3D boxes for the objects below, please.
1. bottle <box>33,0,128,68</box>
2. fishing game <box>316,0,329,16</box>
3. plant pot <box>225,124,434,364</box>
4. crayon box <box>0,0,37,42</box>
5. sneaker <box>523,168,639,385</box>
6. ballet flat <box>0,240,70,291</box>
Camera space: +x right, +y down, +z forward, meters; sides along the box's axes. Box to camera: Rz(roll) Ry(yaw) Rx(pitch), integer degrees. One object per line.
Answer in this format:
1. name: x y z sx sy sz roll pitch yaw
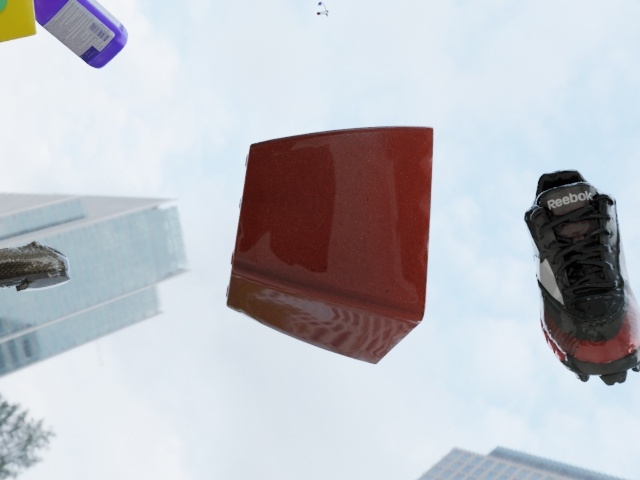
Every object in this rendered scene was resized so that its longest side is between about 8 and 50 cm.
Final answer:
1. bottle: -0.543 -0.489 1.621 0.118 0.283 0.092 -35 -143 22
2. fishing game: 0.003 -0.606 1.618 0.041 0.189 0.264 -3 -74 8
3. plant pot: 0.000 0.000 1.054 0.267 0.236 0.267 115 -18 -67
4. crayon box: -0.490 -0.378 0.833 0.106 0.313 0.362 33 -47 29
5. sneaker: 0.262 0.020 0.784 0.098 0.276 0.135 -11 -57 16
6. ballet flat: -0.413 0.030 0.898 0.084 0.250 0.058 -27 -108 45
